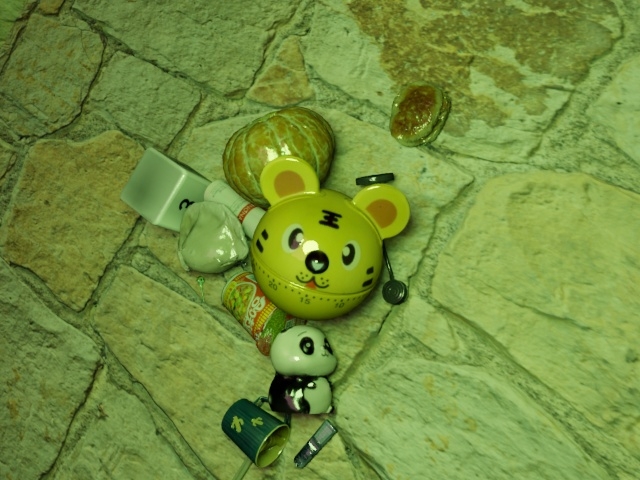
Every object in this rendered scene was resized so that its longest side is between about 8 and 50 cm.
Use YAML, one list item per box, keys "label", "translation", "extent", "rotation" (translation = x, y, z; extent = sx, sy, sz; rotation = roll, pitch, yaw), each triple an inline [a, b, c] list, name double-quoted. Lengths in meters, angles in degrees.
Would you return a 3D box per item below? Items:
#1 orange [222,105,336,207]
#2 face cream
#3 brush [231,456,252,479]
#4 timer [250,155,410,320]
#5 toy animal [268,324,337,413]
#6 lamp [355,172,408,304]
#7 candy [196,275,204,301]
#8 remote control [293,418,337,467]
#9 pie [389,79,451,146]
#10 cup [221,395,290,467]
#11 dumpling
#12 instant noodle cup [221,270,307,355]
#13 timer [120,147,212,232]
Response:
- label: "orange"
  translation: [-0.110, -0.233, 1.576]
  extent: [0.329, 0.329, 0.249]
  rotation: [-18, 116, 20]
- label: "face cream"
  translation: [-0.208, -0.064, 1.695]
  extent: [0.345, 0.102, 0.102]
  rotation: [34, 94, 27]
- label: "brush"
  translation: [-0.268, 0.721, 1.590]
  extent: [0.299, 0.042, 0.039]
  rotation: [-58, 24, 3]
- label: "timer"
  translation: [0.000, 0.000, 1.407]
  extent: [0.376, 0.376, 0.387]
  rotation: [36, 123, 26]
- label: "toy animal"
  translation: [-0.050, 0.341, 1.491]
  extent: [0.165, 0.187, 0.235]
  rotation: [0, 79, 37]
- label: "lamp"
  translation: [0.156, -0.016, 1.516]
  extent: [0.130, 0.108, 0.372]
  rotation: [-5, 77, 28]
- label: "candy"
  translation: [-0.373, 0.153, 1.771]
  extent: [0.023, 0.025, 0.084]
  rotation: [-24, 77, 48]
- label: "remote control"
  translation: [-0.017, 0.554, 1.520]
  extent: [0.043, 0.027, 0.153]
  rotation: [43, 96, 30]
- label: "pie"
  translation: [0.267, -0.352, 1.556]
  extent: [0.163, 0.079, 0.194]
  rotation: [20, 87, 30]
- label: "cup"
  translation: [-0.171, 0.508, 1.555]
  extent: [0.155, 0.131, 0.176]
  rotation: [26, 61, 30]
- label: "dumpling"
  translation: [-0.317, 0.003, 1.694]
  extent: [0.292, 0.163, 0.205]
  rotation: [-12, 64, 36]
- label: "instant noodle cup"
  translation: [-0.171, 0.191, 1.591]
  extent: [0.212, 0.193, 0.193]
  rotation: [32, 93, 34]
- label: "timer"
  translation: [-0.473, -0.151, 1.781]
  extent: [0.194, 0.195, 0.193]
  rotation: [34, 94, 27]
